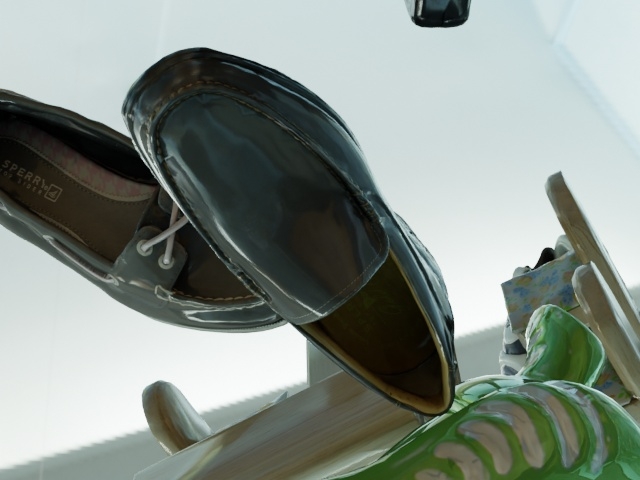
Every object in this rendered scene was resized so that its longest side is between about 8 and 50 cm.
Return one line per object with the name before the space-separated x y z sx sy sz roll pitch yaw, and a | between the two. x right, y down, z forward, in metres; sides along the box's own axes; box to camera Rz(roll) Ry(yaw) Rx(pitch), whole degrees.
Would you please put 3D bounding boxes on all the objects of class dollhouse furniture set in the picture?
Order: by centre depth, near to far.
dollhouse furniture set | 0.029 0.121 0.937 0.362 0.256 0.394 -27 -154 13

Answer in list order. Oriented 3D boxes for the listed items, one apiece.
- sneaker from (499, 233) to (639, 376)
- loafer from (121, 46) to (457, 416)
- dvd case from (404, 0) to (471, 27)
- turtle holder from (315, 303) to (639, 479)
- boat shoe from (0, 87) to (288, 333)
sneaker | 0.274 0.059 1.364 0.235 0.153 0.094 -6 -173 -18
loafer | 0.000 0.000 0.483 0.170 0.062 0.061 41 -165 -40
dvd case | 0.024 -0.216 0.489 0.022 0.180 0.253 -4 -138 -9
turtle holder | 0.083 0.181 0.531 0.227 0.320 0.243 -39 -101 -8
boat shoe | -0.159 -0.025 1.046 0.335 0.095 0.112 24 -101 25
